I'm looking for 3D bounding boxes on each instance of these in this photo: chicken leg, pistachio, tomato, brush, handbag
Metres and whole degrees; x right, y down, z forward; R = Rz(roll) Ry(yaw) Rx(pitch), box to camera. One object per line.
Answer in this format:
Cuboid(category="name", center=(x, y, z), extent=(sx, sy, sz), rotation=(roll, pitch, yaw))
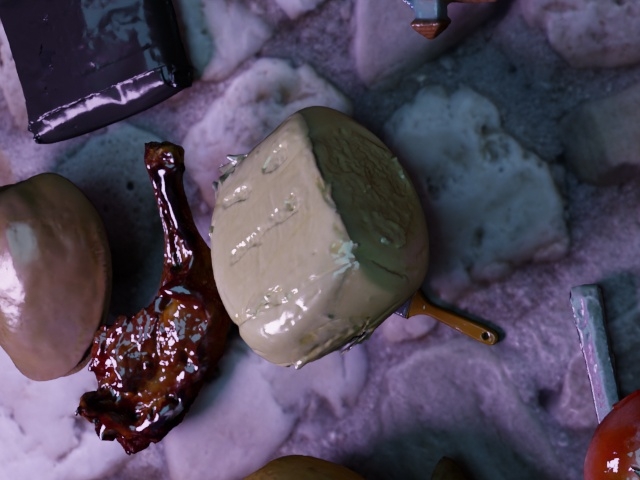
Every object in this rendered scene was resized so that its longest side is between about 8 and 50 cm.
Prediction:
Cuboid(category="chicken leg", center=(-0.181, 0.075, 1.726), extent=(0.158, 0.096, 0.407), rotation=(13, 113, -3))
Cuboid(category="pistachio", center=(-0.332, 0.046, 1.793), extent=(0.213, 0.163, 0.260), rotation=(0, 107, 44))
Cuboid(category="tomato", center=(0.361, 0.243, 1.433), extent=(0.225, 0.085, 0.225), rotation=(2, 96, 23))
Cuboid(category="brush", center=(0.121, 0.077, 1.614), extent=(0.170, 0.014, 0.043), rotation=(25, 108, 25))
Cuboid(category="handbag", center=(-0.286, -0.251, 1.783), extent=(0.247, 0.080, 0.223), rotation=(-18, 86, 30))

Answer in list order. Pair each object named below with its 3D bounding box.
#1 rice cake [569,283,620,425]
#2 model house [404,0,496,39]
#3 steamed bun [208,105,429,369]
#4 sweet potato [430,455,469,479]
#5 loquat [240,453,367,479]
Cuboid(category="rice cake", center=(0.291, 0.147, 1.510), extent=(0.033, 0.033, 0.207), rotation=(-11, 90, 21))
Cuboid(category="model house", center=(0.137, -0.287, 1.525), extent=(0.148, 0.119, 0.148), rotation=(4, 106, 29))
Cuboid(category="steamed bun", center=(0.000, 0.000, 1.589), extent=(0.232, 0.166, 0.273), rotation=(-48, 45, 31))
Cuboid(category="sweet potato", center=(0.180, 0.402, 1.567), extent=(0.114, 0.092, 0.341), rotation=(-30, 78, 3))
Cuboid(category="loquat", center=(-0.029, 0.345, 1.609), extent=(0.244, 0.244, 0.243), rotation=(3, 96, 30))
